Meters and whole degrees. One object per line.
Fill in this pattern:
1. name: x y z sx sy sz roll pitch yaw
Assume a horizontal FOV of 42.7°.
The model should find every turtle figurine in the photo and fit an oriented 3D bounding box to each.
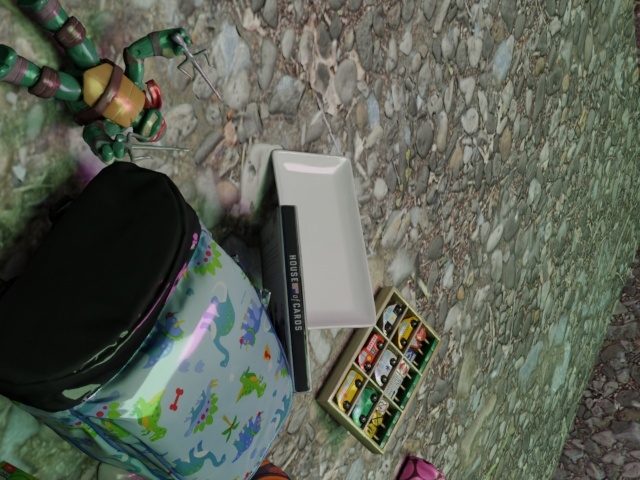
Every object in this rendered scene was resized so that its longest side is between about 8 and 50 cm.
1. turtle figurine: -0.219 -0.155 0.852 0.234 0.118 0.175 32 59 -41

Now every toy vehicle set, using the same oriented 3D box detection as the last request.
1. toy vehicle set: 0.116 0.239 1.528 0.166 0.035 0.266 46 59 -23

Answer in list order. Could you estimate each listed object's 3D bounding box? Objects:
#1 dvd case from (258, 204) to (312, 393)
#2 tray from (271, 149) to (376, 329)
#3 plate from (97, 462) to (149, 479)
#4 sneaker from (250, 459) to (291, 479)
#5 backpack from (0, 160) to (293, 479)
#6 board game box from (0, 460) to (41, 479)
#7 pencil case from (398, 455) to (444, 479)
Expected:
1. dvd case: -0.051 0.084 1.111 0.179 0.030 0.238 147 -60 -75
2. tray: 0.000 0.000 1.214 0.145 0.030 0.270 2 72 -36
3. plate: -0.197 0.395 1.156 0.277 0.045 0.277 -14 113 -56
4. sneaker: -0.177 0.358 1.015 0.180 0.321 0.124 -89 170 -79
5. backpack: -0.181 0.139 0.931 0.355 0.274 0.290 89 25 -54
6. board game box: -0.274 0.306 0.873 0.043 0.181 0.092 -51 140 -34
7. pencil case: 0.202 0.583 1.796 0.209 0.098 0.095 -64 146 -20
